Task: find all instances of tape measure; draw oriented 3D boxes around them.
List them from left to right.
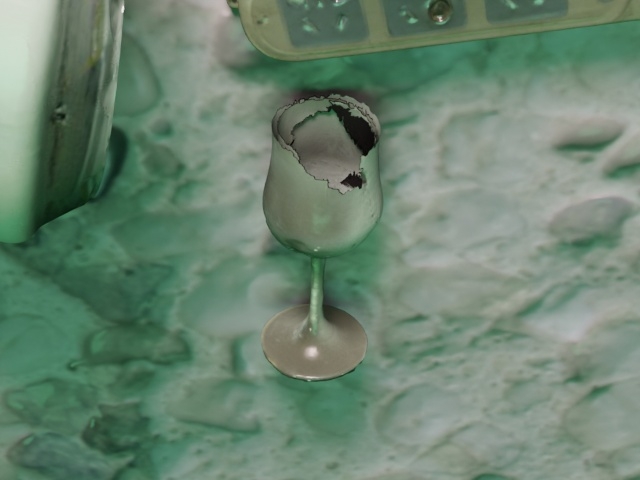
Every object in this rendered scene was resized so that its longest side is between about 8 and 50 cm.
[{"bbox_3d":[-0.178,-0.134,0.743,0.138,0.262,0.259,3,132,-13],"label":"tape measure"}]

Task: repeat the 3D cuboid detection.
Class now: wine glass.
[{"bbox_3d":[0.000,0.000,0.955,0.079,0.079,0.195,3,132,0],"label":"wine glass"}]

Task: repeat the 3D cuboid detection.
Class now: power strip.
[{"bbox_3d":[0.081,-0.157,0.839,0.286,0.048,0.080,-6,129,9],"label":"power strip"}]
